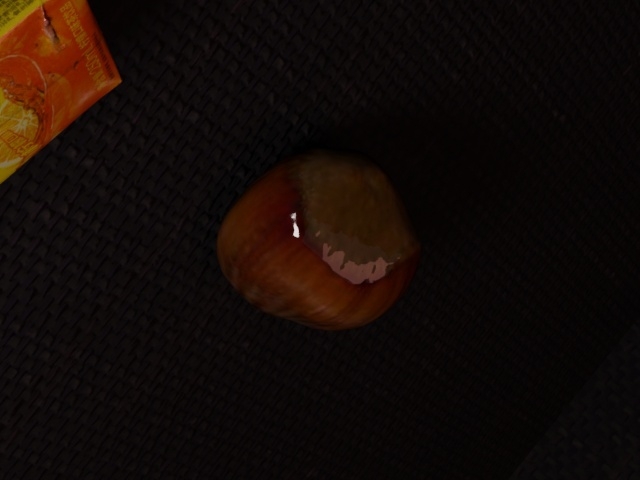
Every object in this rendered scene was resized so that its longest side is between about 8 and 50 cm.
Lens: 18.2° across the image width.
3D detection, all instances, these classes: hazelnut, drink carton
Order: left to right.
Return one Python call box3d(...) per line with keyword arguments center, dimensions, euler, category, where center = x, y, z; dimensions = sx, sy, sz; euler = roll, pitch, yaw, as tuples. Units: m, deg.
box3d(center=(-0.334, -0.084, 1.561), dimensions=(0.351, 0.111, 0.154), euler=(-42, 151, -14), category="drink carton")
box3d(center=(-0.001, -0.007, 2.096), dimensions=(0.210, 0.210, 0.186), euler=(35, 71, -63), category="hazelnut")
